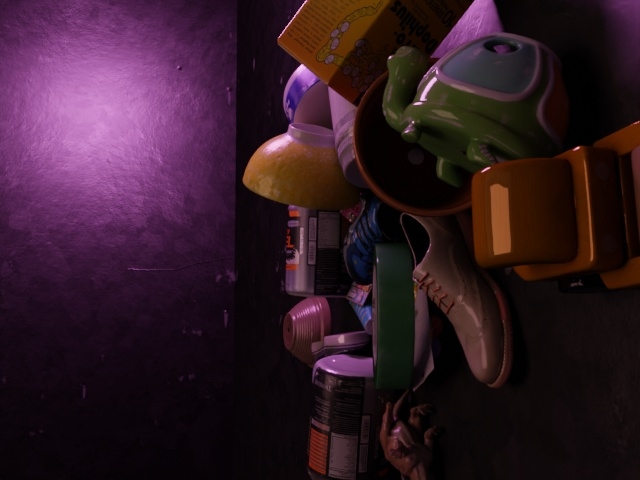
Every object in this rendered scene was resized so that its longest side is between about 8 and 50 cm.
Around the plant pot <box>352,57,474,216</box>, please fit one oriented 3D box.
[{"bbox_3d":[0.198,-0.181,1.410,0.203,0.290,0.291,126,145,-85],"label":"plant pot"}]

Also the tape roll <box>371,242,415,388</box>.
[{"bbox_3d":[0.156,0.165,1.609,0.321,0.077,0.321,0,-90,-88],"label":"tape roll"}]

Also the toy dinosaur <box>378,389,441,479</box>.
[{"bbox_3d":[0.181,0.466,1.605,0.296,0.127,0.200,-105,18,-54],"label":"toy dinosaur"}]

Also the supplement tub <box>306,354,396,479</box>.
[{"bbox_3d":[0.073,0.464,1.778,0.207,0.207,0.338,-159,72,-70],"label":"supplement tub"}]

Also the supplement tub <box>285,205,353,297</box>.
[{"bbox_3d":[0.000,0.000,2.067,0.193,0.193,0.316,176,97,-71],"label":"supplement tub"}]

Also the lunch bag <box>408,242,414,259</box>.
[{"bbox_3d":[0.225,-0.007,1.598,0.067,0.065,0.098,126,141,-59],"label":"lunch bag"}]

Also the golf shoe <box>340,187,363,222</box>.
[{"bbox_3d":[0.080,-0.159,1.948,0.306,0.140,0.115,50,140,21],"label":"golf shoe"}]

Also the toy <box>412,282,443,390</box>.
[{"bbox_3d":[0.230,0.189,1.576,0.137,0.056,0.237,109,160,-57],"label":"toy"}]

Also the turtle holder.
[{"bbox_3d":[0.263,-0.215,1.216,0.320,0.243,0.227,22,83,59],"label":"turtle holder"}]

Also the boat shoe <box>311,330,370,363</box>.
[{"bbox_3d":[0.063,0.338,1.989,0.340,0.127,0.158,130,133,-73],"label":"boat shoe"}]

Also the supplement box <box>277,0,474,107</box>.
[{"bbox_3d":[0.122,-0.455,1.457,0.356,0.194,0.195,-51,52,12],"label":"supplement box"}]

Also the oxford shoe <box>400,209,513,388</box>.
[{"bbox_3d":[0.248,0.101,1.391,0.140,0.146,0.397,113,152,-45],"label":"oxford shoe"}]

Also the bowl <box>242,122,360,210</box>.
[{"bbox_3d":[-0.032,-0.191,1.745,0.289,0.289,0.156,-127,45,-62],"label":"bowl"}]

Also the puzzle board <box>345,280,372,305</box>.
[{"bbox_3d":[0.109,0.121,1.950,0.096,0.011,0.128,-62,18,-4],"label":"puzzle board"}]

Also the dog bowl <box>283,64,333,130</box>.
[{"bbox_3d":[0.045,-0.344,1.859,0.104,0.265,0.265,-110,29,-44],"label":"dog bowl"}]

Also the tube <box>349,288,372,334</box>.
[{"bbox_3d":[0.117,0.178,1.939,0.080,0.052,0.207,-65,20,16],"label":"tube"}]

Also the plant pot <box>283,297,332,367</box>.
[{"bbox_3d":[-0.051,0.287,2.319,0.237,0.109,0.237,-178,90,-70],"label":"plant pot"}]

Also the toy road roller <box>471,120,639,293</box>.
[{"bbox_3d":[0.348,-0.036,0.962,0.329,0.240,0.203,151,119,-69],"label":"toy road roller"}]

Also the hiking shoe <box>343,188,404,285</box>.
[{"bbox_3d":[0.133,-0.012,1.797,0.132,0.113,0.304,-124,39,-59],"label":"hiking shoe"}]

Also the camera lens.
[{"bbox_3d":[0.134,-0.282,1.655,0.219,0.219,0.274,127,141,-60],"label":"camera lens"}]
